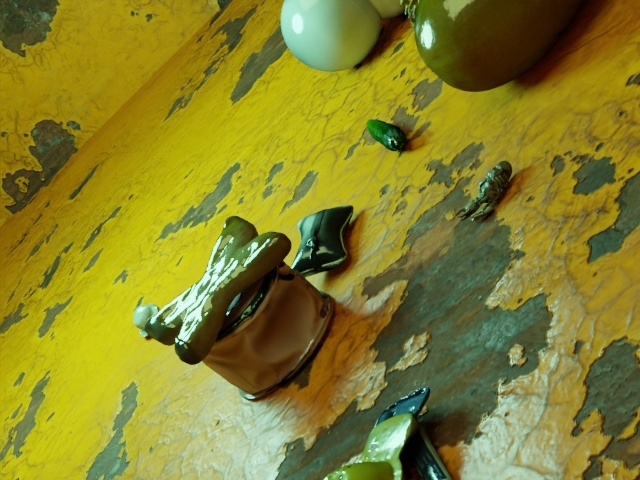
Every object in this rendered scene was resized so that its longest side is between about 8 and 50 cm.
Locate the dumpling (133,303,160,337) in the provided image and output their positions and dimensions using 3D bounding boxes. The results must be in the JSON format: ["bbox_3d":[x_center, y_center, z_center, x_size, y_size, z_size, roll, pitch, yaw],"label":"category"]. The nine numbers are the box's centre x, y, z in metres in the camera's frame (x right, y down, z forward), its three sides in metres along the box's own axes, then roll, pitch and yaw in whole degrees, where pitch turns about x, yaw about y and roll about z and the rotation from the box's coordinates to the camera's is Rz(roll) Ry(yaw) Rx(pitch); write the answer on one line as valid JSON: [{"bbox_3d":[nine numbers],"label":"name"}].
[{"bbox_3d":[-0.310,0.144,1.971,0.076,0.057,0.052,-8,3,27],"label":"dumpling"}]

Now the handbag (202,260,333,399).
[{"bbox_3d":[-0.090,0.111,1.498,0.205,0.116,0.179,-34,27,33],"label":"handbag"}]

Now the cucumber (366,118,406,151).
[{"bbox_3d":[0.104,-0.161,1.664,0.039,0.039,0.168,-49,20,3],"label":"cucumber"}]

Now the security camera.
[{"bbox_3d":[0.038,-0.422,2.007,0.236,0.194,0.194,-54,22,-3],"label":"security camera"}]

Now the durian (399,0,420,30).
[{"bbox_3d":[0.248,-0.472,1.803,0.186,0.153,0.261,28,86,42],"label":"durian"}]

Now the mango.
[{"bbox_3d":[0.263,-0.339,1.479,0.317,0.173,0.211,-43,23,0],"label":"mango"}]

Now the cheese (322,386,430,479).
[{"bbox_3d":[0.037,0.254,1.081,0.177,0.069,0.270,-39,16,51],"label":"cheese"}]

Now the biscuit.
[{"bbox_3d":[-0.137,0.064,1.445,0.208,0.047,0.164,-51,31,-10],"label":"biscuit"}]

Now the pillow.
[{"bbox_3d":[0.001,0.002,1.580,0.091,0.055,0.136,-44,20,32],"label":"pillow"}]

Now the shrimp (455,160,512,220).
[{"bbox_3d":[0.204,-0.055,1.327,0.092,0.029,0.038,-52,30,10],"label":"shrimp"}]

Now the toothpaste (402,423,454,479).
[{"bbox_3d":[0.108,0.222,1.074,0.037,0.021,0.140,-53,18,5],"label":"toothpaste"}]
